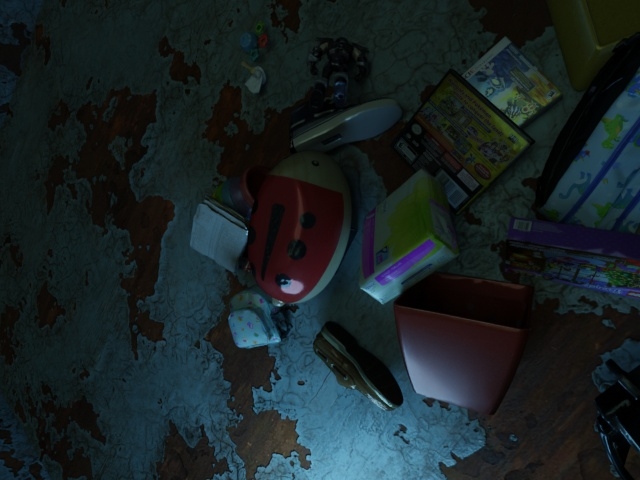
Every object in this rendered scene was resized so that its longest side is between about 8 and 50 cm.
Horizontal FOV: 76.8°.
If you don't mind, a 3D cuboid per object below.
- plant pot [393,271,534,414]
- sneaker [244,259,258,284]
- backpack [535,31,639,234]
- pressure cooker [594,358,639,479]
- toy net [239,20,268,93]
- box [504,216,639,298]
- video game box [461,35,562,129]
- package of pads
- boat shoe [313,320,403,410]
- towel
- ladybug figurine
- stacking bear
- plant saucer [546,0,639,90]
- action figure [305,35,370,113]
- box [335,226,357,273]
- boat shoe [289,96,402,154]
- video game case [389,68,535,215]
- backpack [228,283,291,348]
[{"bbox_3d":[0.335,0.235,0.946,0.267,0.267,0.236,7,106,28],"label":"plant pot"},{"bbox_3d":[-0.219,0.116,1.354,0.067,0.042,0.118,-12,76,24],"label":"sneaker"},{"bbox_3d":[0.583,-0.178,0.801,0.273,0.290,0.355,39,116,6],"label":"backpack"},{"bbox_3d":[0.725,0.337,0.664,0.420,0.375,0.370,-49,31,19],"label":"pressure cooker"},{"bbox_3d":[-0.211,-0.607,1.363,0.122,0.045,0.232,-13,85,26],"label":"toy net"},{"bbox_3d":[0.550,0.040,0.850,0.293,0.201,0.057,12,71,28],"label":"box"},{"bbox_3d":[0.445,-0.362,1.001,0.187,0.048,0.205,-42,71,24],"label":"video game box"},{"bbox_3d":[0.206,-0.022,0.978,0.101,0.296,0.229,36,124,-19],"label":"package of pads"},{"bbox_3d":[0.100,0.370,1.150,0.307,0.110,0.104,44,113,32],"label":"boat shoe"},{"bbox_3d":[-0.326,-0.011,1.310,0.187,0.049,0.282,32,139,2],"label":"towel"},{"bbox_3d":[-0.078,-0.032,1.108,0.305,0.162,0.449,13,94,29],"label":"ladybug figurine"},{"bbox_3d":[-0.294,-0.115,1.341,0.289,0.164,0.175,-23,79,31],"label":"stacking bear"},{"bbox_3d":[0.684,-0.543,0.857,0.333,0.081,0.333,-15,81,27],"label":"plant saucer"},{"bbox_3d":[0.042,-0.489,1.149,0.185,0.099,0.285,6,56,11],"label":"action figure"},{"bbox_3d":[0.000,0.000,1.210,0.156,0.093,0.158,31,102,25],"label":"box"},{"bbox_3d":[0.056,-0.368,1.174,0.340,0.127,0.158,-17,65,16],"label":"boat shoe"},{"bbox_3d":[0.343,-0.245,1.028,0.275,0.035,0.248,52,126,19],"label":"video game case"},{"bbox_3d":[-0.204,0.239,1.276,0.166,0.144,0.188,-16,90,29],"label":"backpack"}]
